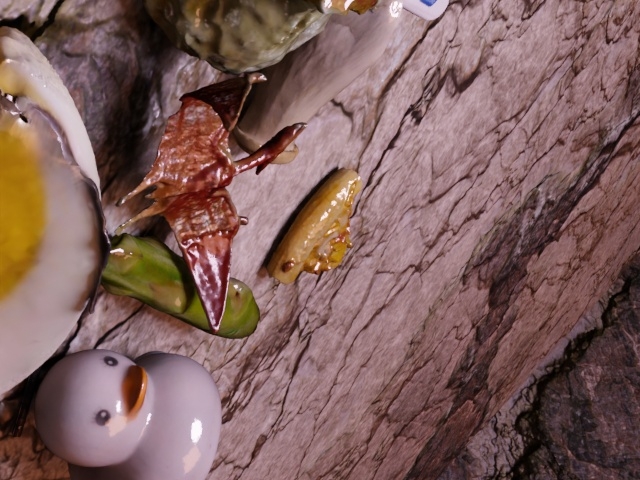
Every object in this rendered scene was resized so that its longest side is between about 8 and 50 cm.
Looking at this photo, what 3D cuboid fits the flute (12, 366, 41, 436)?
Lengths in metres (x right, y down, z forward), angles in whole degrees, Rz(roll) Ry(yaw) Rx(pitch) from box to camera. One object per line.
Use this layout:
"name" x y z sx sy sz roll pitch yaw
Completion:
"flute" -0.301 0.109 1.159 0.014 0.014 0.270 -16 134 -53

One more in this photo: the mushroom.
"mushroom" -0.007 -0.196 1.182 0.247 0.108 0.096 -48 174 23

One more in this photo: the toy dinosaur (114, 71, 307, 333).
"toy dinosaur" -0.107 -0.034 1.083 0.206 0.113 0.327 -5 140 -44

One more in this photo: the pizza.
"pizza" 0.000 0.000 1.497 0.182 0.062 0.161 -50 160 -15

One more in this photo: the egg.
"egg" -0.314 -0.038 0.729 0.336 0.201 0.337 -5 123 -7

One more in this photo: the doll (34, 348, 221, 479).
"doll" -0.238 0.216 1.233 0.221 0.221 0.251 -29 172 -43

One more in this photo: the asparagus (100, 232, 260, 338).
"asparagus" -0.175 0.050 1.231 0.082 0.085 0.343 -46 150 8

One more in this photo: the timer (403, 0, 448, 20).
"timer" 0.103 -0.363 1.220 0.253 0.078 0.178 6 114 -62

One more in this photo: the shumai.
"shumai" -0.022 -0.243 0.989 0.225 0.222 0.260 -59 159 2
